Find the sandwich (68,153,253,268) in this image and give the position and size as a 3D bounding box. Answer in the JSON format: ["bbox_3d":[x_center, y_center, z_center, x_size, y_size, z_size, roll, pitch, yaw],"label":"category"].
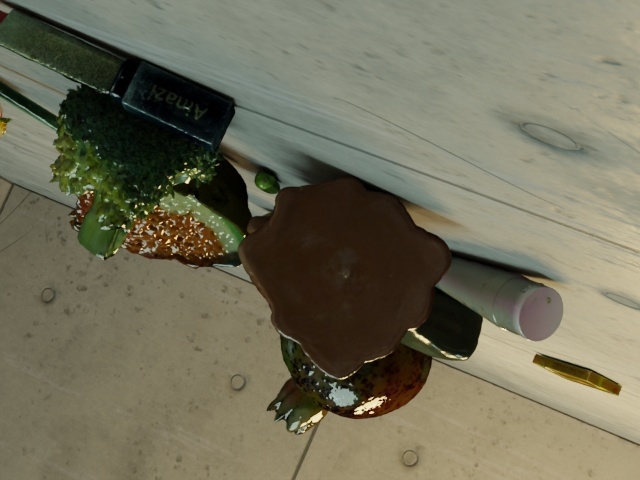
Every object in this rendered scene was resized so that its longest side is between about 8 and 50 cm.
[{"bbox_3d":[-0.208,-0.054,1.714,0.292,0.109,0.212,17,145,-24],"label":"sandwich"}]

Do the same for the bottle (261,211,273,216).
[{"bbox_3d":[-0.021,0.032,2.153,0.209,0.097,0.110,28,-150,-39],"label":"bottle"}]

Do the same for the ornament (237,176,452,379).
[{"bbox_3d":[0.020,0.041,1.562,0.235,0.221,0.217,-2,180,-5],"label":"ornament"}]

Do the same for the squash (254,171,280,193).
[{"bbox_3d":[-0.068,-0.073,1.721,0.027,0.027,0.089,23,177,7],"label":"squash"}]

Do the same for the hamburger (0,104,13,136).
[{"bbox_3d":[-0.548,-0.210,2.016,0.173,0.116,0.210,33,176,-11],"label":"hamburger"}]

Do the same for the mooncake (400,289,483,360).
[{"bbox_3d":[0.174,0.126,2.159,0.168,0.104,0.175,24,173,29],"label":"mooncake"}]

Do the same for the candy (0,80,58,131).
[{"bbox_3d":[-0.377,-0.172,1.830,0.440,0.119,0.119,33,173,-6],"label":"candy"}]

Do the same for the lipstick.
[{"bbox_3d":[-0.237,-0.179,1.348,0.312,0.051,0.051,26,176,2],"label":"lipstick"}]

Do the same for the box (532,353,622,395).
[{"bbox_3d":[0.466,0.244,2.442,0.089,0.022,0.156,28,173,-32],"label":"box"}]

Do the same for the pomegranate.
[{"bbox_3d":[0.036,0.225,2.420,0.285,0.340,0.285,29,-153,-17],"label":"pomegranate"}]

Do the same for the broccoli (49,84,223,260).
[{"bbox_3d":[-0.208,-0.065,1.442,0.194,0.194,0.219,26,-164,-18],"label":"broccoli"}]

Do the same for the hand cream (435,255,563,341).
[{"bbox_3d":[0.179,0.054,1.699,0.111,0.070,0.312,24,178,-31],"label":"hand cream"}]
